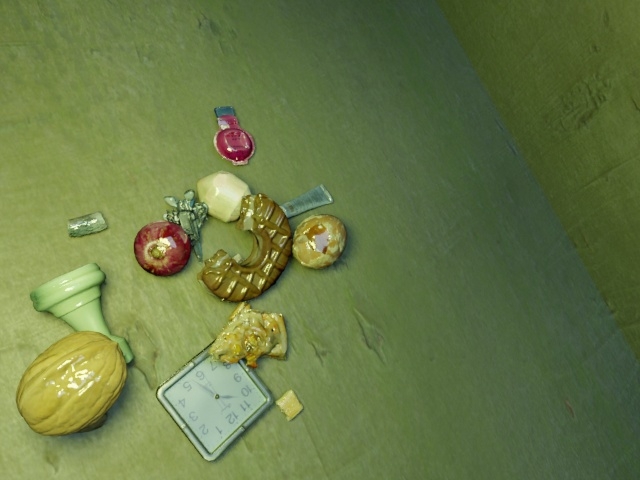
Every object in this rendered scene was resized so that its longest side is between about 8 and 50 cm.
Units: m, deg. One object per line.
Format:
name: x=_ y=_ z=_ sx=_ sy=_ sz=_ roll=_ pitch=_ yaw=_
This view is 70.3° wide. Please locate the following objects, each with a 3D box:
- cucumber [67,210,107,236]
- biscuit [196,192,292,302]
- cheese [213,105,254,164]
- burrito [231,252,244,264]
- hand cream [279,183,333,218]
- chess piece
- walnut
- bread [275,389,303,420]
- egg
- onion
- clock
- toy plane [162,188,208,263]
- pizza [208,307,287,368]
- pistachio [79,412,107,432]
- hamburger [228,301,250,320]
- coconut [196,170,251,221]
cucumber: x=-0.724 y=-0.048 z=1.404 sx=0.112 sy=0.064 sz=0.064 roll=-22 pitch=82 yaw=-26
biscuit: x=-0.227 y=0.046 z=1.503 sx=0.268 sy=0.115 sz=0.366 roll=40 pitch=75 yaw=-39
cheese: x=-0.331 y=-0.390 z=1.693 sx=0.155 sy=0.062 sz=0.244 roll=-14 pitch=78 yaw=-28
burrito: x=-0.320 y=0.101 z=1.542 sx=0.055 sy=0.041 sz=0.149 roll=40 pitch=64 yaw=10
hand cream: x=-0.065 y=-0.140 z=1.733 sx=0.256 sy=0.055 sz=0.088 roll=-28 pitch=78 yaw=-31
chess piece: x=-0.651 y=0.234 z=1.280 sx=0.194 sy=0.194 sz=0.299 roll=-29 pitch=95 yaw=-29
walnut: x=-0.603 y=0.347 z=1.119 sx=0.261 sy=0.225 sz=0.225 roll=-42 pitch=93 yaw=-14
bread: x=-0.100 y=0.541 z=1.496 sx=0.070 sy=0.035 sz=0.083 roll=-40 pitch=98 yaw=-29
egg: x=0.000 y=0.000 z=1.637 sx=0.233 sy=0.195 sz=0.195 roll=-37 pitch=90 yaw=-27
onion: x=-0.494 y=0.026 z=1.426 sx=0.177 sy=0.153 sz=0.177 roll=-2 pitch=81 yaw=14
clock: x=-0.323 y=0.481 z=1.406 sx=0.273 sy=0.049 sz=0.279 roll=-37 pitch=90 yaw=-30
toy plane: x=-0.436 y=-0.038 z=1.508 sx=0.169 sy=0.078 sz=0.246 roll=-12 pitch=92 yaw=14
pizza: x=-0.220 y=0.311 z=1.441 sx=0.297 sy=0.071 sz=0.189 roll=9 pitch=80 yaw=-42
pistachio: x=-0.673 y=0.468 z=1.225 sx=0.185 sy=0.108 sz=0.126 roll=15 pitch=100 yaw=-23
hamburger: x=-0.266 y=0.239 z=1.500 sx=0.044 sy=0.076 sz=0.083 roll=38 pitch=75 yaw=-10
coconut: x=-0.336 y=-0.159 z=1.559 sx=0.183 sy=0.171 sz=0.171 roll=33 pitch=62 yaw=-11
